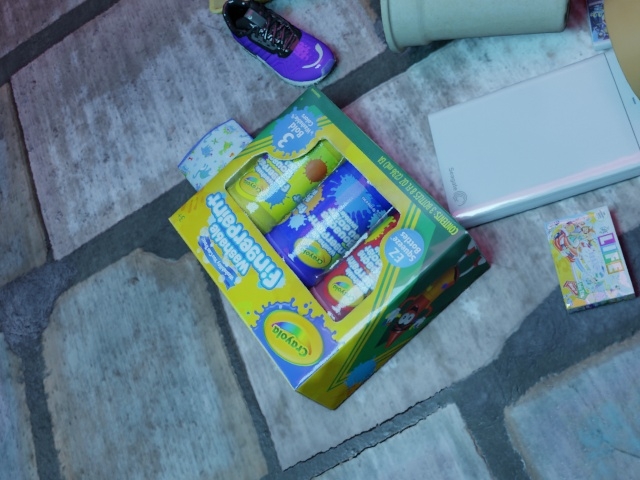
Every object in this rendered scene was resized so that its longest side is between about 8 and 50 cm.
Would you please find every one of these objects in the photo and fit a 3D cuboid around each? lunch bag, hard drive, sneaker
[{"bbox_3d":[-0.190,-0.155,1.619,0.151,0.096,0.129,-50,56,9],"label":"lunch bag"},{"bbox_3d":[0.375,-0.174,1.385,0.352,0.047,0.233,-18,61,18],"label":"hard drive"},{"bbox_3d":[-0.102,-0.420,1.666,0.293,0.146,0.102,33,85,33],"label":"sneaker"}]

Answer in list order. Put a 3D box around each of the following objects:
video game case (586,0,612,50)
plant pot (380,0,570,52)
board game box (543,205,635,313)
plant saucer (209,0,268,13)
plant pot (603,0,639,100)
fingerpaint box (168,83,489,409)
[{"bbox_3d":[0.573,-0.434,1.422,0.201,0.023,0.184,-9,64,21],"label":"video game case"},{"bbox_3d":[0.294,-0.493,1.431,0.305,0.334,0.334,8,71,17],"label":"plant pot"},{"bbox_3d":[0.424,0.030,1.281,0.103,0.026,0.154,-17,61,18],"label":"board game box"},{"bbox_3d":[-0.091,-0.667,1.812,0.332,0.081,0.333,-15,63,19],"label":"plant saucer"},{"bbox_3d":[0.572,-0.335,1.241,0.203,0.290,0.291,-19,60,35],"label":"plant pot"},{"bbox_3d":[0.000,0.000,1.416,0.371,0.163,0.445,-42,57,3],"label":"fingerpaint box"}]
